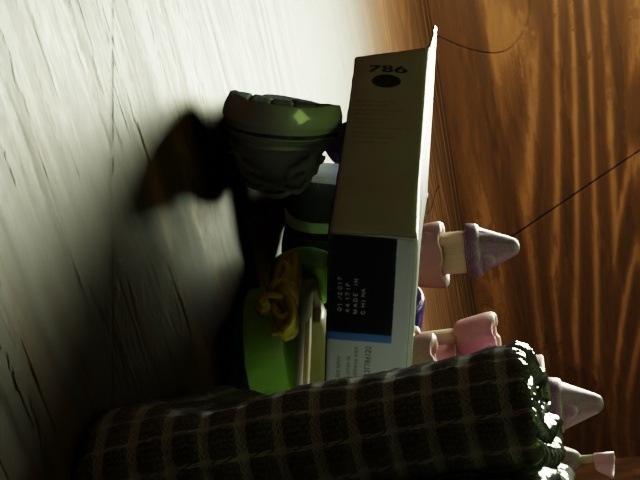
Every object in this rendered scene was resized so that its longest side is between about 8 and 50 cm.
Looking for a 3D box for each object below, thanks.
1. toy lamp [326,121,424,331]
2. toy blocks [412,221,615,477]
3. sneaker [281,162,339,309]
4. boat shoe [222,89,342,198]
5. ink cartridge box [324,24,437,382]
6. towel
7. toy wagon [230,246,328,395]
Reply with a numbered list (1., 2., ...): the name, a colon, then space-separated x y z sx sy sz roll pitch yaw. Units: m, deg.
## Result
1. toy lamp: 0.062 0.006 1.776 0.080 0.080 0.275 -84 166 -53
2. toy blocks: 0.140 0.166 1.593 0.289 0.260 0.309 -79 162 -62
3. sneaker: 0.000 0.000 1.440 0.217 0.079 0.121 19 78 -81
4. boat shoe: -0.025 -0.067 1.235 0.226 0.083 0.076 -29 127 -82
5. ink cartridge box: 0.046 -0.019 1.229 0.333 0.065 0.165 -78 170 -59
6. towel: 0.016 0.124 0.919 0.283 0.235 0.121 25 55 -80
7. toy wagon: -0.017 0.134 1.236 0.344 0.068 0.267 73 14 -49
